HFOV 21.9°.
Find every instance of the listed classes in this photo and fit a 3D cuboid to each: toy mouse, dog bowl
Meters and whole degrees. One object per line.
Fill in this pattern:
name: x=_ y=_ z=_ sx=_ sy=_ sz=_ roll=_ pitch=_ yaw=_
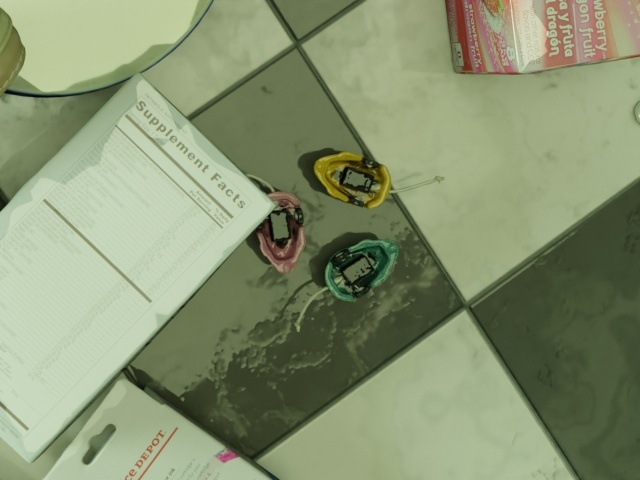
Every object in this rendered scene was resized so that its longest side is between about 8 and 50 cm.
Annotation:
toy mouse: x=0.000 y=0.000 z=1.277 sx=0.161 sy=0.031 sz=0.143 roll=14 pitch=92 yaw=-14
dog bowl: x=-0.195 y=-0.233 z=1.168 sx=0.265 sy=0.104 sz=0.265 roll=-1 pitch=96 yaw=-14

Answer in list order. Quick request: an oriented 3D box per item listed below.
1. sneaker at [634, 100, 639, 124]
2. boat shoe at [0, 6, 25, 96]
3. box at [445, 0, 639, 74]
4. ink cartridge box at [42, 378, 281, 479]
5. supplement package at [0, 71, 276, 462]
sneaker: x=0.294 y=-0.116 z=1.333 sx=0.083 sy=0.037 sz=0.032 roll=-36 pitch=101 yaw=-9
boat shoe: x=-0.276 y=-0.049 z=1.110 sx=0.098 sy=0.109 sz=0.302 roll=37 pitch=128 yaw=-22
box: x=0.168 y=-0.279 z=1.225 sx=0.142 sy=0.154 sz=0.300 roll=-10 pitch=97 yaw=-12
ink cartridge box: x=-0.115 y=0.185 z=1.247 sx=0.181 sy=0.061 sz=0.104 roll=39 pitch=86 yaw=-20
supplement package: x=-0.162 y=0.017 z=1.174 sx=0.139 sy=0.134 sz=0.244 roll=45 pitch=87 yaw=-3
